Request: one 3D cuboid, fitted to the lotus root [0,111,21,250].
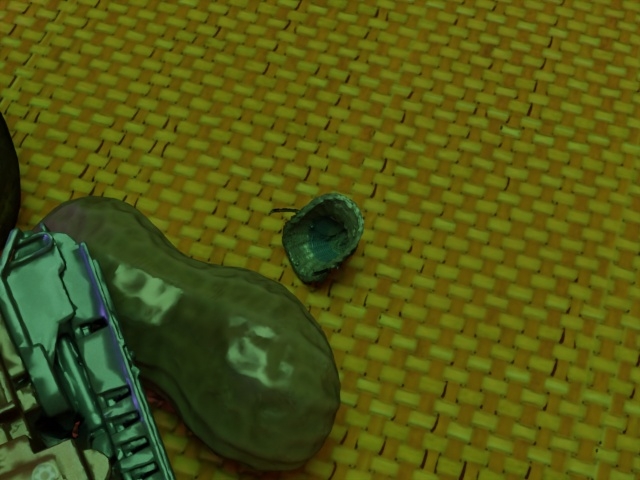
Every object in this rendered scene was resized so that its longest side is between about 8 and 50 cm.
[{"bbox_3d":[-0.340,-0.088,0.980,0.160,0.152,0.275,-15,57,-23],"label":"lotus root"}]

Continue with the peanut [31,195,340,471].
[{"bbox_3d":[-0.106,0.059,0.900,0.298,0.120,0.136,31,36,21],"label":"peanut"}]

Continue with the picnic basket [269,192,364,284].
[{"bbox_3d":[0.000,0.000,0.970,0.083,0.083,0.065,2,56,-57],"label":"picnic basket"}]

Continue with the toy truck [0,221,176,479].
[{"bbox_3d":[-0.181,0.163,0.775,0.184,0.133,0.338,-24,70,-9],"label":"toy truck"}]
